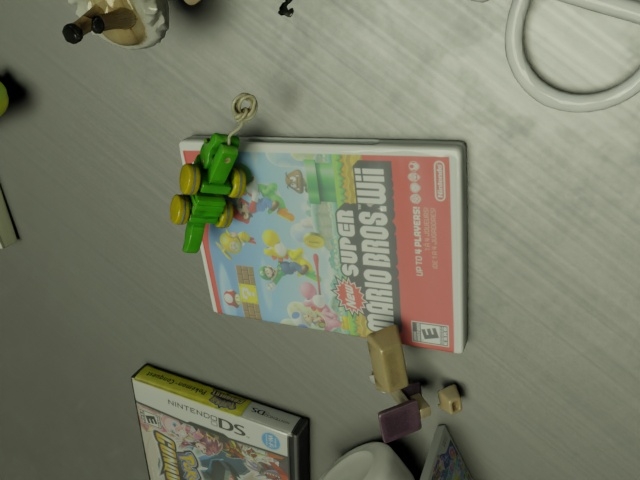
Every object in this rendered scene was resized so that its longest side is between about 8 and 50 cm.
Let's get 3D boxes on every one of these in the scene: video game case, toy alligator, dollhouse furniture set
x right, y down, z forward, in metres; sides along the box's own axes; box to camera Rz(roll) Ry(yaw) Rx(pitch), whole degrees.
[{"bbox_3d":[0.140,0.266,0.627,0.011,0.087,0.122,-21,104,31],"label":"video game case"},{"bbox_3d":[-0.102,-0.068,0.573,0.190,0.056,0.051,-62,39,35],"label":"toy alligator"},{"bbox_3d":[0.081,0.120,0.614,0.091,0.081,0.114,-18,114,-12],"label":"dollhouse furniture set"},{"bbox_3d":[0.000,0.000,0.601,0.285,0.025,0.204,6,118,25],"label":"video game case"},{"bbox_3d":[-0.132,0.316,0.828,0.248,0.035,0.275,12,120,22],"label":"video game case"}]

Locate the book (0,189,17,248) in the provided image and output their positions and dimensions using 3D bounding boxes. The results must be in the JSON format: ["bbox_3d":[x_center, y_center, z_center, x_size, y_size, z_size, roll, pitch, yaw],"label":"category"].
[{"bbox_3d":[-0.464,-0.063,0.808,0.096,0.035,0.144,6,119,29],"label":"book"}]

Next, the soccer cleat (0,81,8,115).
[{"bbox_3d":[-0.477,-0.144,0.730,0.289,0.093,0.121,2,123,20],"label":"soccer cleat"}]

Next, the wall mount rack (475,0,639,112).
[{"bbox_3d":[0.233,-0.200,0.309,0.304,0.130,0.350,23,124,15],"label":"wall mount rack"}]

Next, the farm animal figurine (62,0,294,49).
[{"bbox_3d":[-0.078,-0.317,0.401,0.330,0.172,0.327,-6,124,22],"label":"farm animal figurine"}]

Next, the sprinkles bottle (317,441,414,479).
[{"bbox_3d":[0.133,0.396,0.680,0.121,0.121,0.355,-33,98,36],"label":"sprinkles bottle"}]
